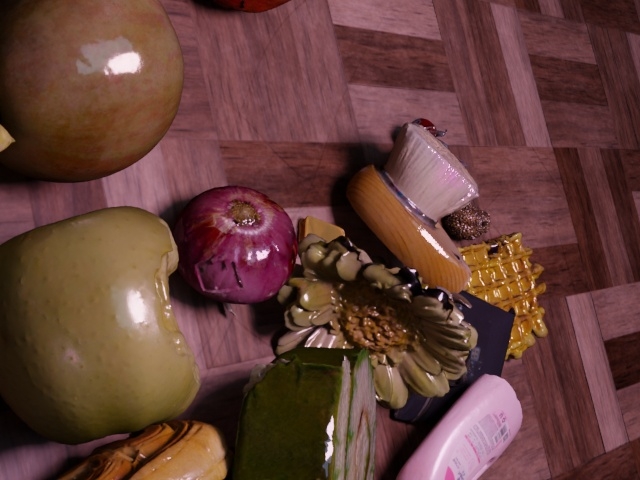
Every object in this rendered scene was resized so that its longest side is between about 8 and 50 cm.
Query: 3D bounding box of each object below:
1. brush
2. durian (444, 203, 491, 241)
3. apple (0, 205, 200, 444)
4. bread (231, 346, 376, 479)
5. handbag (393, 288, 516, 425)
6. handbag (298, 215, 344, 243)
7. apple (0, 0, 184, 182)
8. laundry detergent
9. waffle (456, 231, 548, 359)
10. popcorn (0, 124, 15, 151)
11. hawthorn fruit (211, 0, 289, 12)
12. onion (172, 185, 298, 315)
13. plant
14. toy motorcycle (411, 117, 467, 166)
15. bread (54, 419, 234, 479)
[{"bbox_3d":[0.178,-0.048,1.602,0.267,0.166,0.174,52,15,15],"label":"brush"},{"bbox_3d":[0.275,-0.035,1.823,0.080,0.091,0.080,-4,98,-35],"label":"durian"},{"bbox_3d":[-0.256,0.093,1.094,0.279,0.279,0.279,19,63,-41],"label":"apple"},{"bbox_3d":[-0.016,0.283,1.251,0.366,0.129,0.382,-75,163,-47],"label":"bread"},{"bbox_3d":[0.229,0.206,1.670,0.211,0.088,0.254,23,77,-33],"label":"handbag"},{"bbox_3d":[0.000,0.000,1.568,0.083,0.027,0.061,21,61,-38],"label":"handbag"},{"bbox_3d":[-0.298,-0.196,1.162,0.234,0.257,0.257,-17,88,-39],"label":"apple"},{"bbox_3d":[0.191,0.361,1.540,0.335,0.088,0.159,-42,131,-29],"label":"laundry detergent"},{"bbox_3d":[0.328,0.088,1.855,0.309,0.065,0.283,42,52,-31],"label":"waffle"},{"bbox_3d":[-0.435,-0.131,1.007,0.225,0.249,0.249,-42,107,-43],"label":"popcorn"},{"bbox_3d":[-0.123,-0.429,1.495,0.202,0.185,0.185,-15,87,-33],"label":"hawthorn fruit"},{"bbox_3d":[-0.118,0.007,1.355,0.177,0.153,0.177,8,71,-23],"label":"onion"},{"bbox_3d":[0.107,0.101,1.463,0.297,0.261,0.306,-37,116,-44],"label":"plant"},{"bbox_3d":[0.205,-0.146,1.801,0.213,0.082,0.122,22,71,-50],"label":"toy motorcycle"},{"bbox_3d":[-0.207,0.289,1.115,0.236,0.198,0.120,-33,105,-48],"label":"bread"}]
